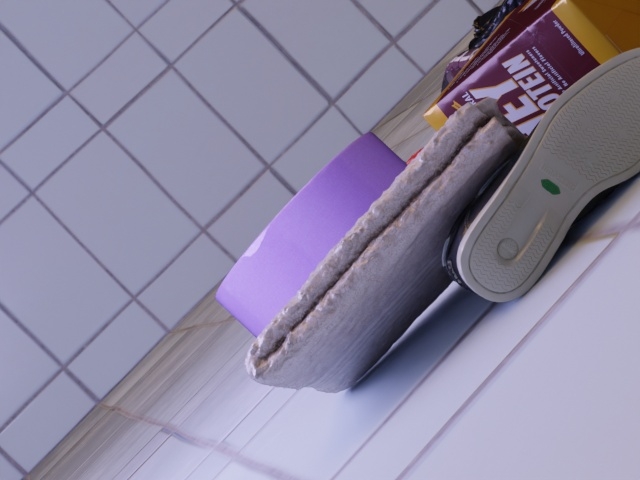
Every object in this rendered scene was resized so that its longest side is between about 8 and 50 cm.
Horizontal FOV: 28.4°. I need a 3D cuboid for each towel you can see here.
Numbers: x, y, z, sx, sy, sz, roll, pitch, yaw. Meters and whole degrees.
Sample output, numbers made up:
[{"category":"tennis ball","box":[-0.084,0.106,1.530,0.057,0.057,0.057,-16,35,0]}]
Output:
[{"category":"towel","box":[0.065,0.013,1.017,0.282,0.049,0.187,-48,-22,8]}]

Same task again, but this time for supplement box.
[{"category":"supplement box","box":[0.229,-0.158,1.116,0.194,0.129,0.191,-38,9,48]}]

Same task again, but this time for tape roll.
[{"category":"tape roll","box":[0.000,0.000,1.512,0.275,0.090,0.275,-47,-4,-5]}]

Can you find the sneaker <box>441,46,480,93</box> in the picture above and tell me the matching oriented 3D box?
[{"category":"sneaker","box":[0.187,-0.161,1.589,0.162,0.106,0.281,-49,7,-18]}]

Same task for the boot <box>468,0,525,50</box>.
[{"category":"boot","box":[0.338,-0.384,2.162,0.246,0.094,0.207,-48,7,23]}]

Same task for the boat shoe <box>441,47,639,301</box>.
[{"category":"boat shoe","box":[0.178,-0.054,0.951,0.233,0.084,0.079,-48,6,-5]}]

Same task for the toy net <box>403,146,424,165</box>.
[{"category":"toy net","box":[0.136,-0.086,1.713,0.122,0.045,0.232,-45,7,-27]}]
